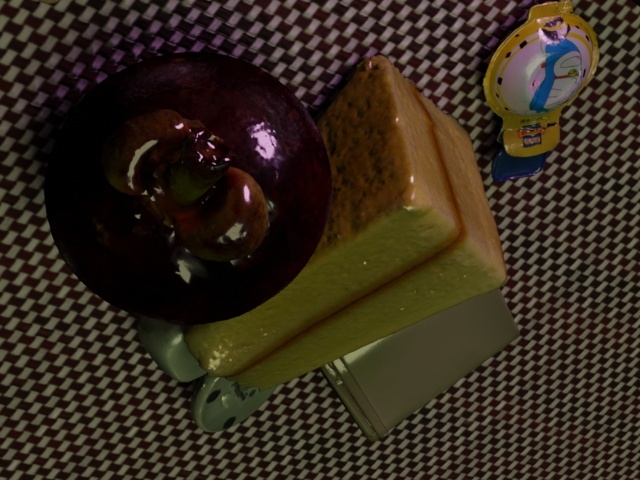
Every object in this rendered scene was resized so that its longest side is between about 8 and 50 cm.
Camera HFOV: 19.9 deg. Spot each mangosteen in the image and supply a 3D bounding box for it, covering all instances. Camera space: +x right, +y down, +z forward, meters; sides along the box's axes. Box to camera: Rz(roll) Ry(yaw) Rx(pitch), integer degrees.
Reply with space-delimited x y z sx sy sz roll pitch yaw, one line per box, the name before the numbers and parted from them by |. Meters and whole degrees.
mangosteen | -0.131 -0.046 1.883 0.297 0.293 0.297 -11 123 -18

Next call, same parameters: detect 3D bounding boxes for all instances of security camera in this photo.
security camera | -0.127 0.128 2.223 0.157 0.080 0.301 -43 150 -11

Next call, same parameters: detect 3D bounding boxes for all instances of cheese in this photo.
cheese | 0.257 -0.174 2.170 0.157 0.064 0.250 -11 133 -21

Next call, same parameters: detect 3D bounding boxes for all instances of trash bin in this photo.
trash bin | 0.112 0.116 2.328 0.247 0.121 0.243 -33 139 -3

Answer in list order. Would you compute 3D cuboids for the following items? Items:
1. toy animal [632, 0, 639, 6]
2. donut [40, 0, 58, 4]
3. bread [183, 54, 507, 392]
toy animal | 0.405 -0.387 1.993 0.343 0.168 0.106 79 31 -45
donut | -0.247 -0.304 1.701 0.126 0.144 0.186 -31 170 8
bread | 0.000 0.000 2.116 0.362 0.245 0.233 -29 143 20
